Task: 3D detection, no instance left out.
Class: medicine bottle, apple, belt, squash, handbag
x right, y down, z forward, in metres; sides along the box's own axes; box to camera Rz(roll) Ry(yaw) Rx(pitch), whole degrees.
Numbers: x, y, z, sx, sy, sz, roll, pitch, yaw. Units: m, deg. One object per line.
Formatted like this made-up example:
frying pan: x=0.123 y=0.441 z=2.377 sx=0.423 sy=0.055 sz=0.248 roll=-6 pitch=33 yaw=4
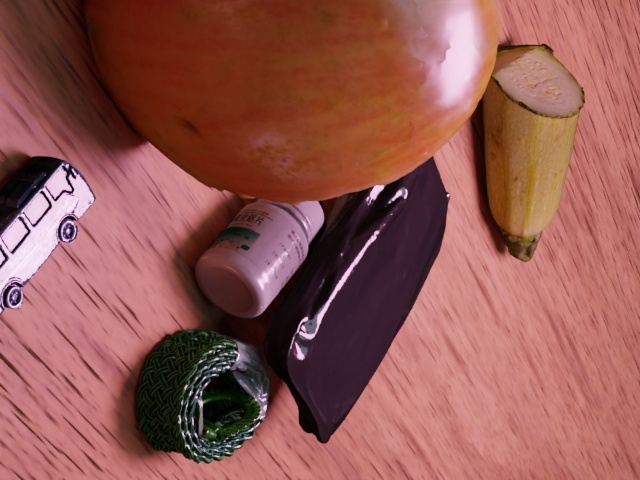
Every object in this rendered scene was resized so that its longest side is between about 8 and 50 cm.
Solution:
medicine bottle: x=-0.056 y=0.006 z=1.570 sx=0.130 sy=0.080 sz=0.080 roll=-53 pitch=140 yaw=-36
apple: x=-0.019 y=-0.193 z=1.352 sx=0.252 sy=0.309 sz=0.314 roll=-33 pitch=124 yaw=-49
belt: x=-0.101 y=0.148 z=1.544 sx=0.151 sy=0.079 sz=0.121 roll=-11 pitch=109 yaw=-57
squash: x=0.260 y=-0.087 z=2.004 sx=0.137 sy=0.137 sz=0.287 roll=-31 pitch=127 yaw=-50
handbag: x=0.045 y=0.036 z=1.672 sx=0.332 sy=0.075 sz=0.191 roll=-61 pitch=148 yaw=-28

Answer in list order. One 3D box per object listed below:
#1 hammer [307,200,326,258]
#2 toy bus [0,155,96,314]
hammer: x=0.000 y=0.000 z=1.697 sx=0.137 sy=0.037 sz=0.289 roll=-50 pitch=139 yaw=-37
toy bus: x=-0.248 y=0.002 z=1.296 sx=0.166 sy=0.047 sz=0.065 roll=-55 pitch=138 yaw=-32
